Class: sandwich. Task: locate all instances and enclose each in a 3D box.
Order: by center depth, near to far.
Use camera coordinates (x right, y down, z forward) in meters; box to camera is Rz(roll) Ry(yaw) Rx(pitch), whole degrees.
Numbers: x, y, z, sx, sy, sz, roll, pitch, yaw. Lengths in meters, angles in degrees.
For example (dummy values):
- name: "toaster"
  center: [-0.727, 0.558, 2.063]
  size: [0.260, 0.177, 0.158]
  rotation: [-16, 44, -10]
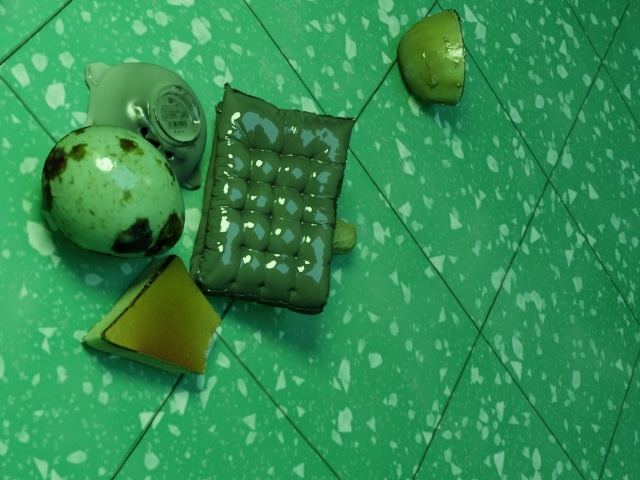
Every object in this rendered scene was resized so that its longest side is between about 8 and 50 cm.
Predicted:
- name: "sandwich"
  center: [-0.227, 0.136, 1.563]
  size: [0.162, 0.058, 0.193]
  rotation: [58, 42, -19]

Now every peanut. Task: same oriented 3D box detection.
- name: "peanut"
  center: [0.000, 0.000, 1.845]
  size: [0.174, 0.080, 0.080]
  rotation: [-7, 83, -51]

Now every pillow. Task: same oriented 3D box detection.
- name: "pillow"
  center: [-0.072, -0.060, 1.704]
  size: [0.228, 0.101, 0.326]
  rotation: [12, 74, -21]

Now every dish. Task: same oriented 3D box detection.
- name: "dish"
  center: [-0.238, -0.166, 1.623]
  size: [0.236, 0.086, 0.227]
  rotation: [25, 61, -40]

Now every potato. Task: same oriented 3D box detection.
- name: "potato"
  center: [0.209, -0.361, 2.152]
  size: [0.117, 0.182, 0.202]
  rotation: [-5, 70, -5]

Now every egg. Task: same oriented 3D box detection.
- name: "egg"
  center: [-0.275, -0.059, 1.490]
  size: [0.231, 0.169, 0.169]
  rotation: [42, 50, -46]
